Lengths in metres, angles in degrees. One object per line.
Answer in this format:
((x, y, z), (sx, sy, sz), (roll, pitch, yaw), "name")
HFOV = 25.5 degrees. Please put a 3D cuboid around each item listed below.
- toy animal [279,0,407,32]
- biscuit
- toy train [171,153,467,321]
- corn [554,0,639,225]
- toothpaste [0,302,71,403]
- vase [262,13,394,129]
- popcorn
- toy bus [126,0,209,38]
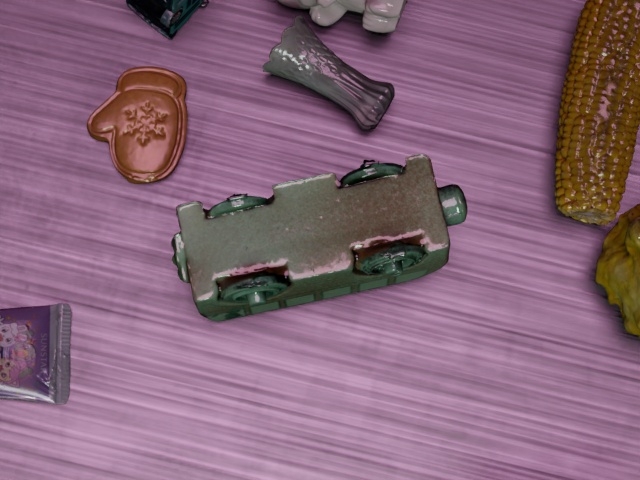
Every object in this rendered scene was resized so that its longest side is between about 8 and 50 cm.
((0.029, -0.340, 1.650), (0.193, 0.127, 0.178), (27, 76, 4), "toy animal")
((-0.213, -0.135, 1.646), (0.118, 0.023, 0.140), (-3, 79, -4), "biscuit")
((0.000, 0.000, 1.563), (0.326, 0.159, 0.129), (-13, 76, -2), "toy train")
((0.331, -0.173, 1.647), (0.101, 0.101, 0.310), (16, 80, 0), "corn")
((-0.428, 0.124, 1.562), (0.299, 0.073, 0.114), (1, 78, -11), "toothpaste")
((0.014, -0.190, 1.645), (0.149, 0.081, 0.081), (34, 78, 1), "vase")
((0.409, 0.028, 1.581), (0.198, 0.155, 0.197), (-2, 81, 9), "popcorn")
((-0.172, -0.309, 1.620), (0.079, 0.160, 0.092), (39, 70, 6), "toy bus")
